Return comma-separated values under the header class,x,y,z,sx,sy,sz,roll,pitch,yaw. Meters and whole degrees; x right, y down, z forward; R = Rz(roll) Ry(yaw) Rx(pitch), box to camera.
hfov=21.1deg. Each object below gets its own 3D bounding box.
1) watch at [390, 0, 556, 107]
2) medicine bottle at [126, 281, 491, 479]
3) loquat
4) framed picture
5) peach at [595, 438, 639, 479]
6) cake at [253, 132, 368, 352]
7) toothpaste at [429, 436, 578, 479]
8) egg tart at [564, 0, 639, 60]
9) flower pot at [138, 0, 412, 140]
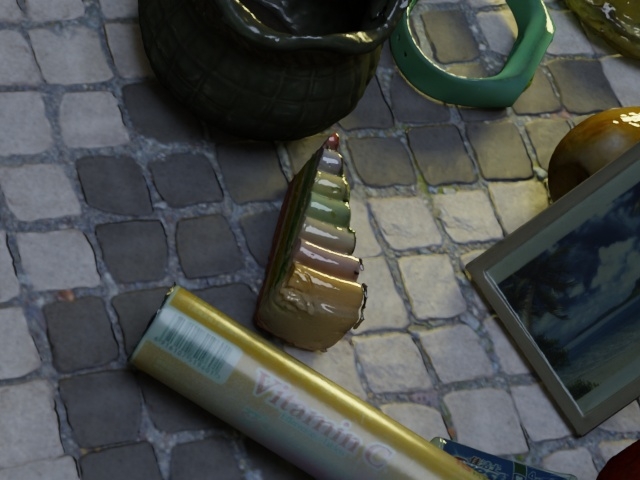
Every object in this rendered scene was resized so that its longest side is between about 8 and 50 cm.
class,x,y,z,sx,sy,sz,roll,pitch,yaw
watch,0.185,-0.262,2.099,0.195,0.068,0.237,32,55,-1
medicine bottle,0.013,0.189,1.695,0.426,0.108,0.108,33,51,-3
loquat,0.370,-0.071,1.997,0.227,0.179,0.179,-6,62,-38
framed picture,0.344,0.031,1.867,0.232,0.315,0.024,56,14,15
peach,0.394,0.310,1.721,0.281,0.238,0.281,2,69,-6
cake,-0.020,-0.002,1.798,0.090,0.109,0.225,7,58,-22
toothpaste,0.180,0.243,1.788,0.197,0.035,0.057,21,69,-15
egg tart,0.444,-0.382,2.258,0.341,0.132,0.341,12,54,-17
flower pot,-0.056,-0.269,1.886,0.302,0.213,0.302,12,56,-19
